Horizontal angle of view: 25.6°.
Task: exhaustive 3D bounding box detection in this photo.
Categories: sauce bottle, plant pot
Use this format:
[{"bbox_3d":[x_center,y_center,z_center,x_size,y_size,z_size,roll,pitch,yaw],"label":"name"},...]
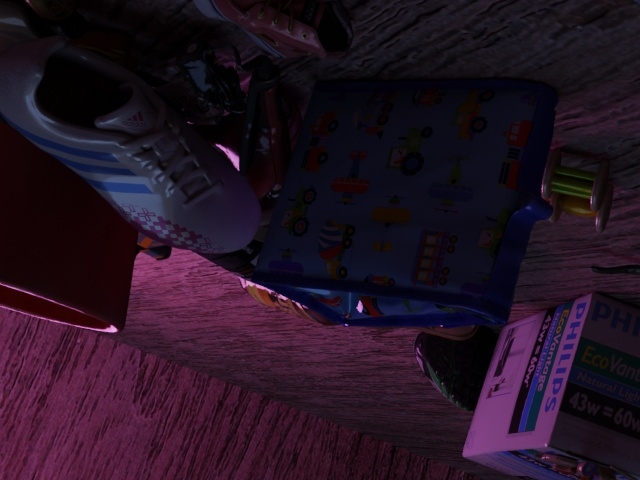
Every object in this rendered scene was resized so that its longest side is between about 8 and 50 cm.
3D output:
[{"bbox_3d":[-0.001,0.057,1.928,0.111,0.111,0.344,25,174,-26],"label":"sauce bottle"},{"bbox_3d":[-0.263,-0.237,1.381,0.042,0.042,0.128,13,167,18],"label":"sauce bottle"},{"bbox_3d":[-0.320,-0.047,1.610,0.275,0.243,0.275,14,168,3],"label":"plant pot"}]

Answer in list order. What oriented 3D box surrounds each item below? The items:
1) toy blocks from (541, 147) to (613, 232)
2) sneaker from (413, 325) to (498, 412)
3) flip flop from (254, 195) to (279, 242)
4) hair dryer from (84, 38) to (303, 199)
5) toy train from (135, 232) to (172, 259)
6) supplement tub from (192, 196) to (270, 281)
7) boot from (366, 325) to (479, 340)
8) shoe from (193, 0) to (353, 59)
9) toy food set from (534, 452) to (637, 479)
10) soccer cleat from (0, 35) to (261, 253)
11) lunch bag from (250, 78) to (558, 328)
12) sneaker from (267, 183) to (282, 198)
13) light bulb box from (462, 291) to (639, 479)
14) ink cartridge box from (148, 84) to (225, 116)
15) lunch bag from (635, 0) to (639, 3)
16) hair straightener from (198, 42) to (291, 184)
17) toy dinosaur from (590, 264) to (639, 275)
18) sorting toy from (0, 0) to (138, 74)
[{"bbox_3d":[0.220,-0.059,1.448,0.148,0.054,0.123,13,166,19],"label":"toy blocks"},{"bbox_3d":[0.231,0.221,2.324,0.146,0.134,0.343,9,164,32],"label":"sneaker"},{"bbox_3d":[0.000,0.000,1.732,0.112,0.080,0.277,-28,160,28],"label":"flip flop"},{"bbox_3d":[-0.124,-0.134,1.524,0.223,0.080,0.293,3,151,38],"label":"hair dryer"},{"bbox_3d":[-0.294,-0.066,1.886,0.190,0.142,0.334,-7,154,37],"label":"toy train"},{"bbox_3d":[-0.124,-0.027,1.846,0.117,0.117,0.190,4,161,43],"label":"supplement tub"},{"bbox_3d":[0.122,0.056,1.952,0.236,0.089,0.269,8,163,7],"label":"boot"},{"bbox_3d":[-0.039,-0.204,1.206,0.081,0.063,0.178,8,168,29],"label":"shoe"},{"bbox_3d":[0.344,0.302,1.830,0.078,0.019,0.122,31,160,-38],"label":"toy food set"},{"bbox_3d":[-0.178,-0.089,1.413,0.331,0.116,0.143,33,156,-25],"label":"soccer cleat"},{"bbox_3d":[0.098,-0.037,1.335,0.138,0.221,0.293,28,163,-36],"label":"lunch bag"},{"bbox_3d":[-0.044,-0.056,1.793,0.109,0.044,0.040,15,167,15],"label":"sneaker"},{"bbox_3d":[0.445,0.257,2.022,0.358,0.225,0.361,21,166,-7],"label":"light bulb box"},{"bbox_3d":[-0.171,-0.148,1.601,0.115,0.029,0.063,18,173,-17],"label":"ink cartridge box"},{"bbox_3d":[0.268,-0.176,0.962,0.083,0.053,0.071,14,170,-27],"label":"lunch bag"},{"bbox_3d":[-0.078,-0.122,1.353,0.089,0.047,0.230,12,160,8],"label":"hair straightener"},{"bbox_3d":[0.460,0.074,1.662,0.268,0.064,0.118,12,158,28],"label":"toy dinosaur"},{"bbox_3d":[-0.343,-0.220,1.557,0.307,0.041,0.229,9,167,8],"label":"sorting toy"}]
